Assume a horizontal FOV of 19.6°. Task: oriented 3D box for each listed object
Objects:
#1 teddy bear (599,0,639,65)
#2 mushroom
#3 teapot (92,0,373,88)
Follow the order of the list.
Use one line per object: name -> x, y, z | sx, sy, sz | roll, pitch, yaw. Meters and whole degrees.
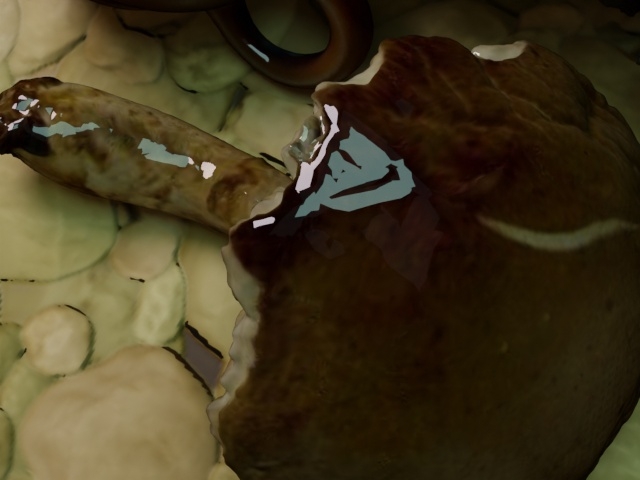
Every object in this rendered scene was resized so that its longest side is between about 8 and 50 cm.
teddy bear -> 0.193, -0.130, 0.904 | 0.119, 0.078, 0.160 | -25, 48, 16
mushroom -> 0.019, -0.019, 0.818 | 0.233, 0.208, 0.302 | 0, 46, -41
teapot -> -0.080, -0.163, 0.911 | 0.252, 0.135, 0.178 | 43, 44, 0
